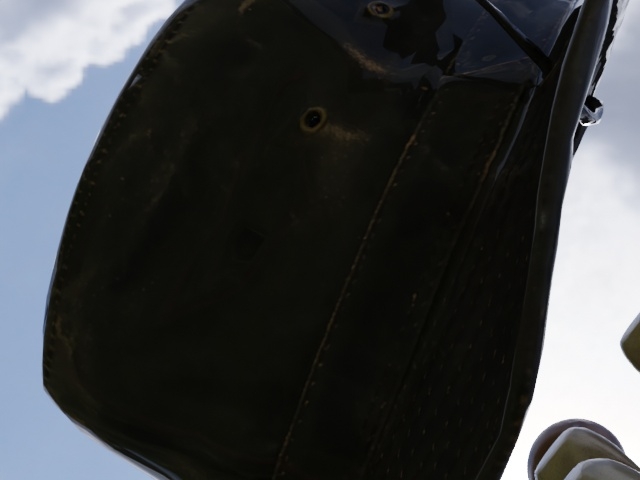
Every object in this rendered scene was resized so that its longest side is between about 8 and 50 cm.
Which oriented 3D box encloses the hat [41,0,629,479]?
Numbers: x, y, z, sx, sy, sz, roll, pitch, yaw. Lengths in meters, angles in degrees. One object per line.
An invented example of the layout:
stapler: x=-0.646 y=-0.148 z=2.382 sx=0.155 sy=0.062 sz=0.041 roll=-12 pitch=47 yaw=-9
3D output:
hat: x=0.000 y=0.000 z=0.488 sx=0.134 sy=0.331 sz=0.331 roll=22 pitch=-72 yaw=4

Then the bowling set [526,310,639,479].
bowling set: x=0.206 y=0.108 z=0.808 sx=0.154 sy=0.287 sz=0.200 roll=38 pitch=-26 yaw=3
